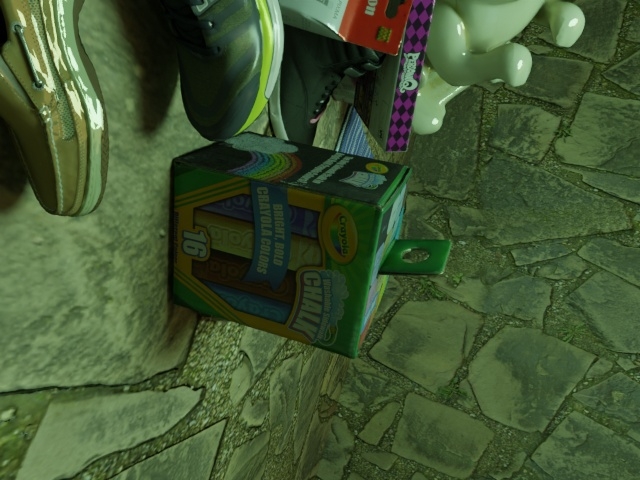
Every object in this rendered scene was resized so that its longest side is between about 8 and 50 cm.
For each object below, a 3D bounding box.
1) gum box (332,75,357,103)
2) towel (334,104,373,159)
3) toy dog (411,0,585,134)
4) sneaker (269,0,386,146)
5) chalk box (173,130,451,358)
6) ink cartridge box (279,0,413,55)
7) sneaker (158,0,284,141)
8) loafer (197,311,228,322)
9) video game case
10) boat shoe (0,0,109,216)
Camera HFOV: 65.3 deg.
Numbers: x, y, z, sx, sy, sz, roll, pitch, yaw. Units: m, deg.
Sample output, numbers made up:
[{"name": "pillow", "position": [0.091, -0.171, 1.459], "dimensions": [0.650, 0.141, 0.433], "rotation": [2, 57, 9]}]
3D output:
[{"name": "gum box", "position": [0.052, -0.328, 0.900], "dimensions": [0.188, 0.062, 0.107], "rotation": [23, 83, -76]}, {"name": "towel", "position": [0.079, -0.161, 1.240], "dimensions": [0.336, 0.040, 0.243], "rotation": [42, 63, -74]}, {"name": "toy dog", "position": [0.247, -0.424, 0.797], "dimensions": [0.395, 0.284, 0.408], "rotation": [64, -9, 3]}, {"name": "sneaker", "position": [0.014, -0.225, 0.691], "dimensions": [0.296, 0.146, 0.105], "rotation": [92, 17, -47]}, {"name": "chalk box", "position": [0.000, 0.000, 0.582], "dimensions": [0.180, 0.288, 0.179], "rotation": [-47, 150, -61]}, {"name": "ink cartridge box", "position": [0.022, -0.305, 0.564], "dimensions": [0.045, 0.179, 0.145], "rotation": [85, 22, -83]}, {"name": "sneaker", "position": [-0.104, -0.214, 0.370], "dimensions": [0.121, 0.111, 0.300], "rotation": [-38, 138, -44]}, {"name": "loafer", "position": [-0.123, 0.086, 0.694], "dimensions": [0.148, 0.050, 0.056], "rotation": [26, 80, -76]}, {"name": "video game case", "position": [0.101, -0.278, 0.740], "dimensions": [0.210, 0.041, 0.232], "rotation": [-107, -160, -56]}, {"name": "boat shoe", "position": [-0.175, -0.099, 0.285], "dimensions": [0.072, 0.068, 0.190], "rotation": [-32, 127, -53]}]
